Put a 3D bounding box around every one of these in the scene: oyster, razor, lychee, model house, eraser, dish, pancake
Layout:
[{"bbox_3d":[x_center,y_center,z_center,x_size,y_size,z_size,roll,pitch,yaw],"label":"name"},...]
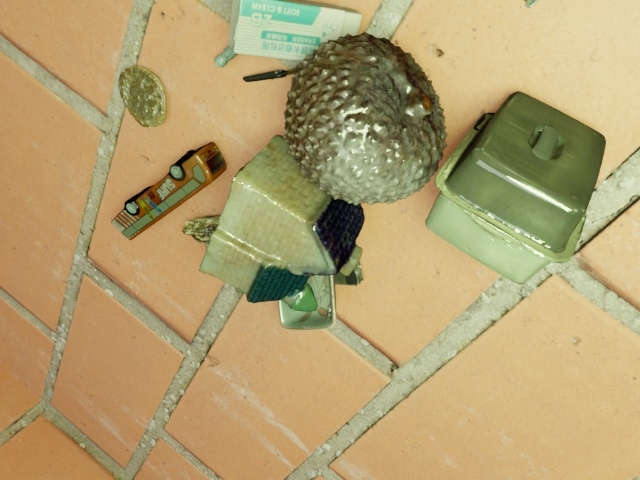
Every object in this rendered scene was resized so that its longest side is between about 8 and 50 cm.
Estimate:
[{"bbox_3d":[-0.274,-0.015,1.284,0.165,0.053,0.109,1,127,20],"label":"oyster"},{"bbox_3d":[-0.143,-0.408,0.985,0.231,0.106,0.068,-18,106,44],"label":"razor"},{"bbox_3d":[0.069,-0.192,0.857,0.299,0.300,0.300,13,121,22],"label":"lychee"},{"bbox_3d":[-0.062,-0.004,1.028,0.284,0.243,0.298,33,133,4],"label":"model house"},{"bbox_3d":[-0.045,-0.370,0.875,0.052,0.225,0.096,-120,35,-47],"label":"eraser"},{"bbox_3d":[-0.023,0.085,1.150,0.153,0.064,0.235,-7,86,32],"label":"dish"},{"bbox_3d":[-0.428,-0.345,1.203,0.151,0.025,0.152,12,121,21],"label":"pancake"}]

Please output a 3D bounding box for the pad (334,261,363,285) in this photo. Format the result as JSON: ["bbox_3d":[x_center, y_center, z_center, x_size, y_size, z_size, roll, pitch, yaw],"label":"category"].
[{"bbox_3d":[0.000,0.000,1.162,0.174,0.022,0.233,-3,113,31],"label":"pad"}]

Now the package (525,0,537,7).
[{"bbox_3d":[0.308,-0.417,0.771,0.037,0.015,0.110,-32,96,42],"label":"package"}]

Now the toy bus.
[{"bbox_3d":[-0.393,-0.121,1.265,0.408,0.093,0.092,-26,109,37],"label":"toy bus"}]

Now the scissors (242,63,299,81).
[{"bbox_3d":[-0.077,-0.335,0.999,0.220,0.088,0.017,6,109,38],"label":"scissors"}]

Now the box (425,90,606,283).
[{"bbox_3d":[0.309,-0.091,0.780,0.220,0.290,0.166,32,138,10],"label":"box"}]
